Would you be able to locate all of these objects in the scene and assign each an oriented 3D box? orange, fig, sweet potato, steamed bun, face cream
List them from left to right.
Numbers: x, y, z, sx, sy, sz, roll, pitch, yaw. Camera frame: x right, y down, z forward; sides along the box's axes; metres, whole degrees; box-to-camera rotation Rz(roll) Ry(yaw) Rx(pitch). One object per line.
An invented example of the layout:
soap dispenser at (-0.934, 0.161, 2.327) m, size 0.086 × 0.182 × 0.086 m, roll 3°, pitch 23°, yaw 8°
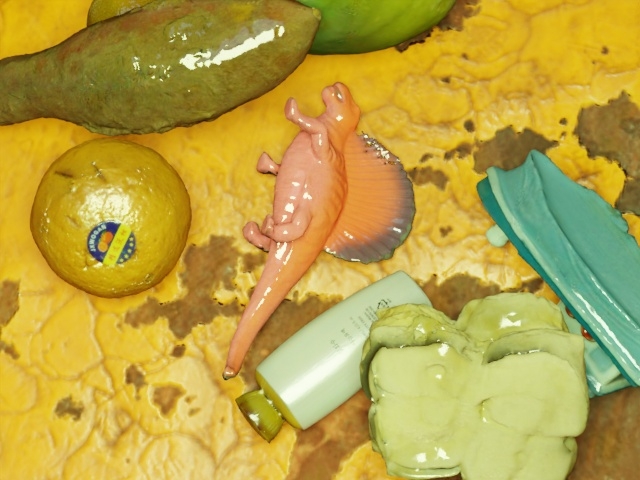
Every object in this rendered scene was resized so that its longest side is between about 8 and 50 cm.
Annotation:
sweet potato at (-0.179, -0.138, 1.197) m, size 0.385 × 0.109 × 0.109 m, roll -9°, pitch 75°, yaw 19°
orange at (-0.176, -0.022, 1.202) m, size 0.136 × 0.117 × 0.135 m, roll -3°, pitch 120°, yaw -5°
orange at (-0.169, -0.192, 1.267) m, size 0.085 × 0.085 × 0.085 m, roll -1°, pitch 76°, yaw 2°
face cream at (0.012, 0.097, 1.197) m, size 0.182 × 0.051 × 0.072 m, roll -38°, pitch 73°, yaw -8°
fig at (0.021, -0.242, 1.227) m, size 0.191 × 0.181 × 0.181 m, roll -30°, pitch 75°, yaw 25°
steamed bun at (0.126, 0.123, 1.146) m, size 0.178 × 0.106 × 0.192 m, roll -4°, pitch 119°, yaw 11°

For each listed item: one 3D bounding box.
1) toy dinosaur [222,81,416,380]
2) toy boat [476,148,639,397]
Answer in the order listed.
toy dinosaur at (0.008, -0.001, 1.225) m, size 0.139 × 0.070 × 0.286 m, roll 17°, pitch 73°, yaw -17°
toy boat at (0.209, 0.029, 1.191) m, size 0.109 × 0.098 × 0.238 m, roll -11°, pitch 59°, yaw -44°
